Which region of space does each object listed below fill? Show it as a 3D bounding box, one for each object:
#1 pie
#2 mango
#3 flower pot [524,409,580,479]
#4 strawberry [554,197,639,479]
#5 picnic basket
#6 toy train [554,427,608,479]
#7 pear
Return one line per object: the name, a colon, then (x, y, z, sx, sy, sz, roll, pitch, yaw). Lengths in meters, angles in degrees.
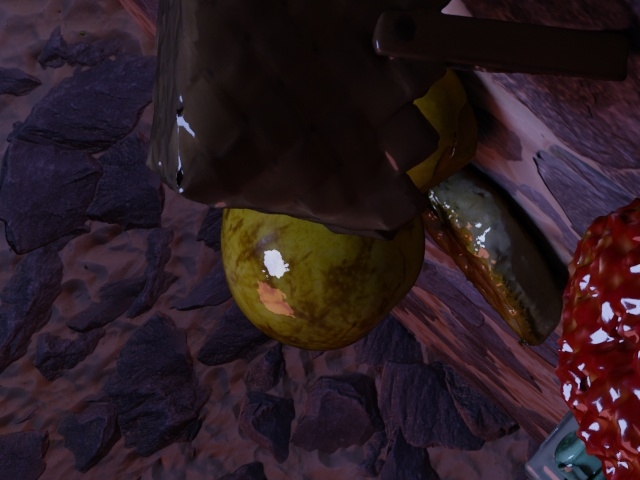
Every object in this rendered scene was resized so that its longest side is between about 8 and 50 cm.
pie: (0.215, 0.003, 1.384, 0.315, 0.092, 0.315, 51, 178, 3)
mango: (0.091, -0.127, 1.119, 0.167, 0.130, 0.262, 46, 165, -3)
flower pot: (0.413, 0.302, 1.388, 0.189, 0.239, 0.209, 43, 143, 19)
strawberry: (0.305, 0.090, 0.609, 0.292, 0.292, 0.343, 50, -162, -37)
picnic basket: (0.033, -0.147, 0.760, 0.320, 0.291, 0.254, 2, -171, -18)
toy train: (0.417, 0.297, 1.158, 0.299, 0.238, 0.167, 44, 174, -4)
pear: (0.000, 0.000, 1.318, 0.281, 0.280, 0.281, 46, 175, 5)
